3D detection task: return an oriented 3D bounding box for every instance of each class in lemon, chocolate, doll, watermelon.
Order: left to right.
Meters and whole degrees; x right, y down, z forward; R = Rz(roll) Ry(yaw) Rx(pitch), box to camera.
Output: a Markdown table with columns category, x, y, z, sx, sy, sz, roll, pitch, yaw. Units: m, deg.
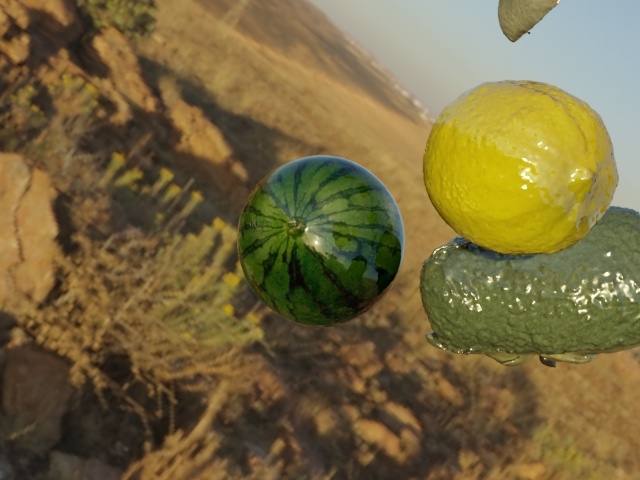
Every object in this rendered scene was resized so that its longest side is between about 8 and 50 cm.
| category | x | y | z | sx | sy | sz | roll | pitch | yaw |
| --- | --- | --- | --- | --- | --- | --- | --- | --- | --- |
| watermelon | 0.002 | 0.001 | 1.456 | 0.242 | 0.242 | 0.242 | 38 | 9 | -7 |
| lemon | 0.195 | -0.072 | 1.020 | 0.193 | 0.181 | 0.180 | -10 | -30 | 42 |
| doll | 0.316 | 0.074 | 1.462 | 0.349 | 0.247 | 0.247 | -4 | 5 | 8 |
| chocolate | 0.345 | -0.425 | 1.479 | 0.100 | 0.303 | 0.185 | 35 | -14 | -7 |
